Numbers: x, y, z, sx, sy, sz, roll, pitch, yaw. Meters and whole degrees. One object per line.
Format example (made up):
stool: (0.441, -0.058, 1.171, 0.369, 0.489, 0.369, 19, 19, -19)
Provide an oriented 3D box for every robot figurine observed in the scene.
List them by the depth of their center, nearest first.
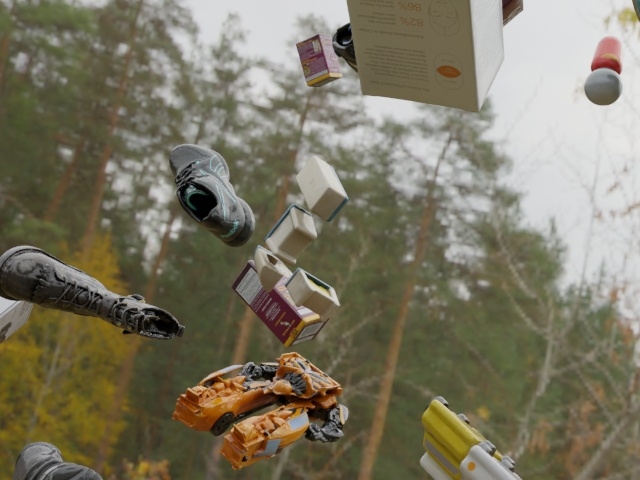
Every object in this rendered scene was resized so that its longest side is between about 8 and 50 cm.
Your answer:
robot figurine: (-0.080, 0.259, 1.777, 0.211, 0.085, 0.291, 33, 29, 27)

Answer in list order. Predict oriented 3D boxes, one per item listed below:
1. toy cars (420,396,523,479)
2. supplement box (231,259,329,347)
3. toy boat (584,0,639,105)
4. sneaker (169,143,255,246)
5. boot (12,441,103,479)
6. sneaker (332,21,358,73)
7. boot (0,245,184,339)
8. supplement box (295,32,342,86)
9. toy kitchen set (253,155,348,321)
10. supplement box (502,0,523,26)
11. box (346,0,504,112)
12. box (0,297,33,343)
toy cars: (0.190, 0.290, 1.361, 0.176, 0.087, 0.394, 42, 0, -8)
supplement box: (-0.083, 0.128, 2.373, 0.188, 0.081, 0.104, 46, 26, 20)
toy boat: (0.597, -0.340, 1.929, 0.267, 0.148, 0.318, 40, -42, -25)
sneaker: (-0.214, -0.099, 2.041, 0.106, 0.101, 0.267, 23, 20, -49)
boot: (-0.353, 0.424, 1.369, 0.118, 0.338, 0.223, 24, -15, -22)
sneaker: (0.108, -0.309, 1.854, 0.217, 0.079, 0.121, 12, -10, 40)
boot: (-0.362, 0.091, 1.780, 0.229, 0.091, 0.263, 18, -1, 32)
supplement box: (-0.003, -0.325, 2.030, 0.055, 0.083, 0.043, -17, -5, 35)
toy kitchen set: (0.000, 0.000, 1.863, 0.166, 0.207, 0.122, 31, 18, -27)
supplement box: (0.131, -0.344, 1.427, 0.239, 0.130, 0.073, 50, 4, 15)
box: (0.104, -0.226, 1.103, 0.130, 0.091, 0.170, 12, -40, 22)
box: (-0.650, 0.171, 2.024, 0.087, 0.290, 0.169, 43, -38, 4)
